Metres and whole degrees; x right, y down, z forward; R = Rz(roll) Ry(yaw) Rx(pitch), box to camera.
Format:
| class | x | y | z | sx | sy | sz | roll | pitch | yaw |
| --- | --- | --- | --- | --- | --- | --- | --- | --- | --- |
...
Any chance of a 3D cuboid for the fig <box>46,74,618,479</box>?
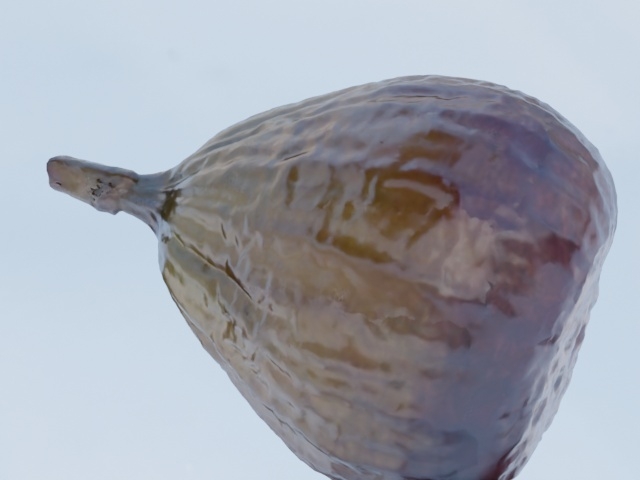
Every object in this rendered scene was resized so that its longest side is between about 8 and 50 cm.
| class | x | y | z | sx | sy | sz | roll | pitch | yaw |
| --- | --- | --- | --- | --- | --- | --- | --- | --- | --- |
| fig | 0.013 | 0.005 | 0.533 | 0.119 | 0.119 | 0.153 | -23 | 34 | -35 |
